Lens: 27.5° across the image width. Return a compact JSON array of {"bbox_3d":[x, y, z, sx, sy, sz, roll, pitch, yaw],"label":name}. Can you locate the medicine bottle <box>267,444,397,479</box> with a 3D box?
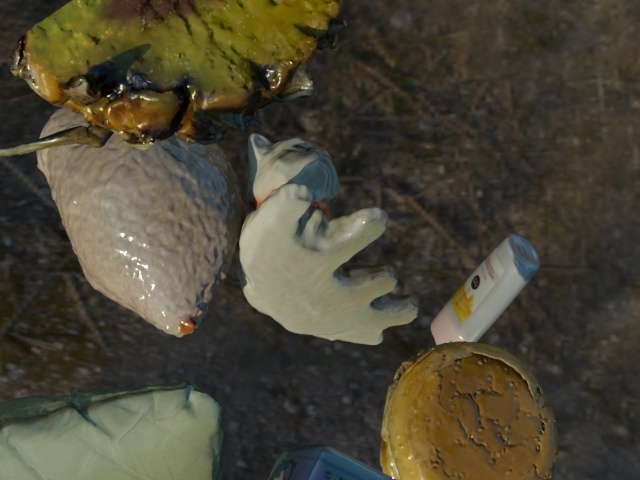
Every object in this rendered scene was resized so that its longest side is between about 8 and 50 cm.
[{"bbox_3d":[-0.016,0.252,0.963,0.094,0.119,0.188,29,73,-10],"label":"medicine bottle"}]

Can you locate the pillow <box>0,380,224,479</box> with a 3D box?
[{"bbox_3d":[-0.185,0.182,0.676,0.281,0.076,0.274,-7,132,-9],"label":"pillow"}]

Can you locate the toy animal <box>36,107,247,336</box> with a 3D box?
[{"bbox_3d":[-0.210,-0.046,1.641,0.227,0.188,0.358,-22,71,-12],"label":"toy animal"}]

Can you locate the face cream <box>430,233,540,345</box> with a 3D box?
[{"bbox_3d":[0.228,0.079,1.840,0.057,0.198,0.084,17,37,-28],"label":"face cream"}]

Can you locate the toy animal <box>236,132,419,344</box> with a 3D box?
[{"bbox_3d":[0.000,0.000,1.725,0.308,0.188,0.266,11,126,-33],"label":"toy animal"}]

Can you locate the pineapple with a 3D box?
[{"bbox_3d":[-0.090,-0.137,1.008,0.161,0.158,0.334,47,56,3],"label":"pineapple"}]

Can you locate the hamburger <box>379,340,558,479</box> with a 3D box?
[{"bbox_3d":[0.158,0.212,1.441,0.214,0.108,0.213,9,67,-21],"label":"hamburger"}]
